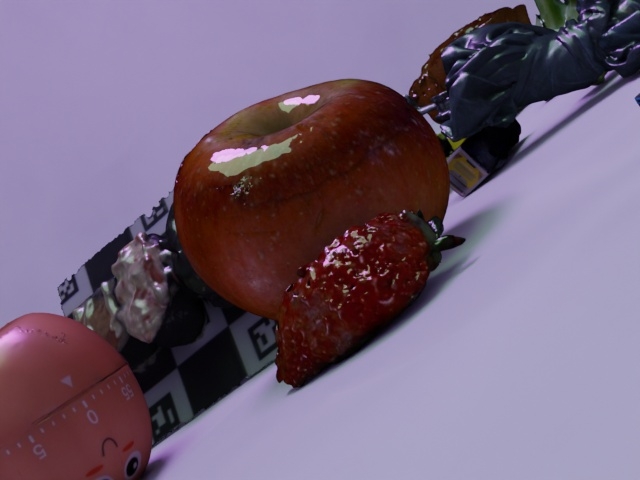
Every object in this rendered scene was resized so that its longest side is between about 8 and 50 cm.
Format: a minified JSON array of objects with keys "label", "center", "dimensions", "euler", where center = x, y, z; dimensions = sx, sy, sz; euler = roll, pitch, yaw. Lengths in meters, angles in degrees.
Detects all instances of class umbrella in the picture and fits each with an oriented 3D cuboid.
[{"label":"umbrella","center":[0.229,-0.202,1.299],"dimensions":[0.349,0.094,0.143],"euler":[-18,37,27]}]

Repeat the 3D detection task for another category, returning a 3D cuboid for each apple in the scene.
[{"label":"apple","center":[-0.009,-0.041,1.120],"dimensions":[0.252,0.206,0.272],"euler":[10,39,44]}]

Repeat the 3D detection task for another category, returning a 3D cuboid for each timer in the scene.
[{"label":"timer","center":[-0.286,0.194,1.129],"dimensions":[0.230,0.214,0.229],"euler":[-32,7,5]}]

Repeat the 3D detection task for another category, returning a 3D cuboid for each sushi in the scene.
[{"label":"sushi","center":[-0.193,0.053,1.293],"dimensions":[0.373,0.296,0.100],"euler":[-37,-35,21]}]

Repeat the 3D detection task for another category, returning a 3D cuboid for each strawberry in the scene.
[{"label":"strawberry","center":[0.029,0.038,0.967],"dimensions":[0.192,0.085,0.140],"euler":[-37,5,41]}]

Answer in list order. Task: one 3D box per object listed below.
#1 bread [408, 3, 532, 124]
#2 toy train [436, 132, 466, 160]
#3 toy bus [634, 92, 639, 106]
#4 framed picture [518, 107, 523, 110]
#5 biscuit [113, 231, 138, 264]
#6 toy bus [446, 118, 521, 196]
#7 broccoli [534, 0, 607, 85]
[{"label":"bread","center":[0.268,-0.301,1.916],"dimensions":[0.247,0.135,0.232],"euler":[-32,-13,-25]},{"label":"toy train","center":[0.191,-0.134,1.721],"dimensions":[0.085,0.053,0.249],"euler":[-26,-2,-2]},{"label":"toy bus","center":[0.269,-0.113,0.795],"dimensions":[0.083,0.046,0.038],"euler":[-36,4,4]},{"label":"framed picture","center":[0.389,-0.280,1.929],"dimensions":[0.289,0.016,0.213],"euler":[-42,4,-42]},{"label":"biscuit","center":[-0.070,-0.027,1.508],"dimensions":[0.394,0.076,0.368],"euler":[-36,-27,34]},{"label":"toy bus","center":[0.199,-0.112,1.386],"dimensions":[0.072,0.057,0.172],"euler":[-47,-1,29]},{"label":"broccoli","center":[0.355,-0.319,1.389],"dimensions":[0.269,0.254,0.269],"euler":[-46,33,42]}]
